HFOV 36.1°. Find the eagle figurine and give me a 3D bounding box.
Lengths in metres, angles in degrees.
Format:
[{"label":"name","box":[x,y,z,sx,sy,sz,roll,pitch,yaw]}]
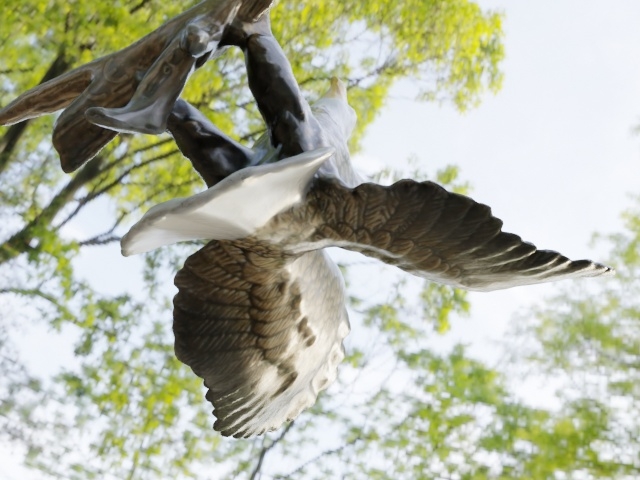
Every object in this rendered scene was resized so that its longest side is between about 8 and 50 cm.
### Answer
[{"label":"eagle figurine","box":[0.005,-0.008,0.549,0.226,0.225,0.298,8,-40,54]}]
